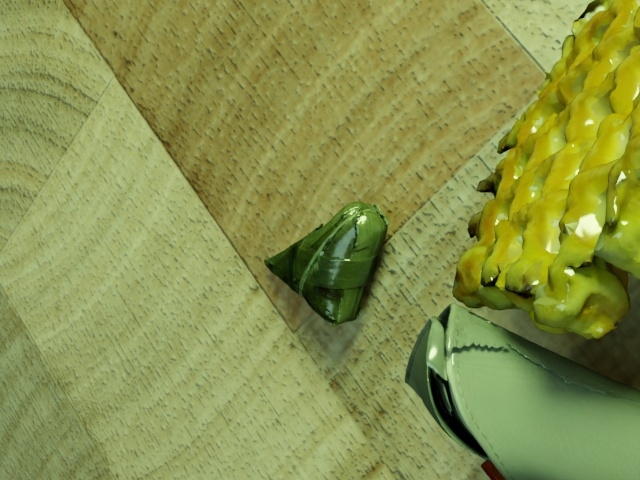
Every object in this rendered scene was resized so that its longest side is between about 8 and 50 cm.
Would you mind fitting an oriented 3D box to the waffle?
[{"bbox_3d":[0.180,-0.090,0.489,0.062,0.329,0.329,30,118,-4],"label":"waffle"}]

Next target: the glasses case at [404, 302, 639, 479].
[{"bbox_3d":[0.188,0.135,0.523,0.308,0.128,0.083,21,71,-3],"label":"glasses case"}]

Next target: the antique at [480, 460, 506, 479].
[{"bbox_3d":[0.172,0.153,0.634,0.104,0.104,0.104,7,101,35],"label":"antique"}]

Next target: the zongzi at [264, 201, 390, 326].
[{"bbox_3d":[0.000,0.000,0.762,0.119,0.055,0.109,35,114,38],"label":"zongzi"}]
